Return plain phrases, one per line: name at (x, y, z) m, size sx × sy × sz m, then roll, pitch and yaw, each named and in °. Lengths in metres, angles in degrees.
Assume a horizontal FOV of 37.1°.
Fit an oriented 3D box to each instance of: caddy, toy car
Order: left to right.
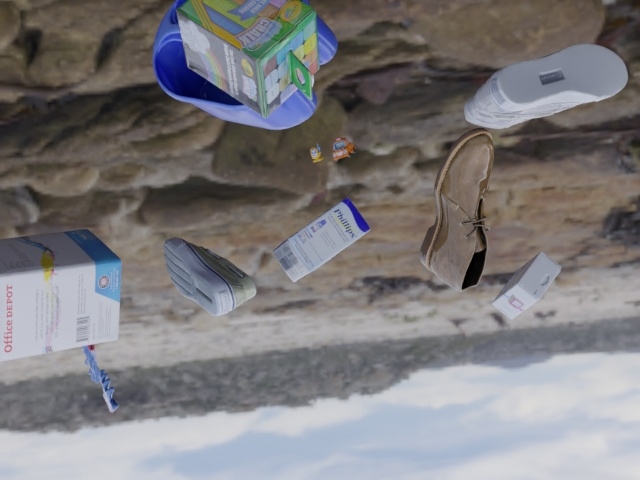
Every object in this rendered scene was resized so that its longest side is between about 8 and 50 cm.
caddy at (-0.141, -0.334, 1.670) m, size 0.341 × 0.241 × 0.179 m, roll 15°, pitch 172°, yaw 33°
toy car at (0.013, -0.177, 1.879) m, size 0.122 × 0.040 × 0.060 m, roll -9°, pitch -162°, yaw 39°

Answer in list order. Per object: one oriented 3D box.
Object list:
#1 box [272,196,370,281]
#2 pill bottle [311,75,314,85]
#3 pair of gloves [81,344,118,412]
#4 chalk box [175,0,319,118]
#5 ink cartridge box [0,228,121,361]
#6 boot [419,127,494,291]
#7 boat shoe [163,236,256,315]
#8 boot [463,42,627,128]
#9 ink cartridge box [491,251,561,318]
box at (0.000, 0.000, 1.671) m, size 0.137 × 0.072 × 0.126 m, roll -35°, pitch 180°, yaw -19°
pill bottle at (-0.101, -0.358, 2.161) m, size 0.169 × 0.094 × 0.094 m, roll -20°, pitch -175°, yaw -36°
pair of gloves at (-0.503, 0.307, 2.163) m, size 0.023 × 0.198 × 0.159 m, roll -21°, pitch 154°, yaw -21°
chalk box at (-0.086, -0.286, 1.410) m, size 0.213 × 0.132 × 0.132 m, roll 34°, pitch 155°, yaw 19°
ink cartridge box at (-0.593, 0.111, 2.040) m, size 0.270 × 0.198 × 0.197 m, roll -8°, pitch -154°, yaw -35°
boot at (0.256, -0.046, 1.619) m, size 0.112 × 0.305 × 0.115 m, roll -14°, pitch -138°, yaw -25°
boat shoe at (-0.235, 0.072, 1.976) m, size 0.094 × 0.109 × 0.302 m, roll -14°, pitch -151°, yaw -28°
boot at (0.348, -0.239, 1.498) m, size 0.258 × 0.095 × 0.123 m, roll -10°, pitch 172°, yaw -24°
ink cartridge box at (0.382, 0.084, 1.769) m, size 0.088 × 0.052 × 0.122 m, roll -49°, pitch 177°, yaw -25°
